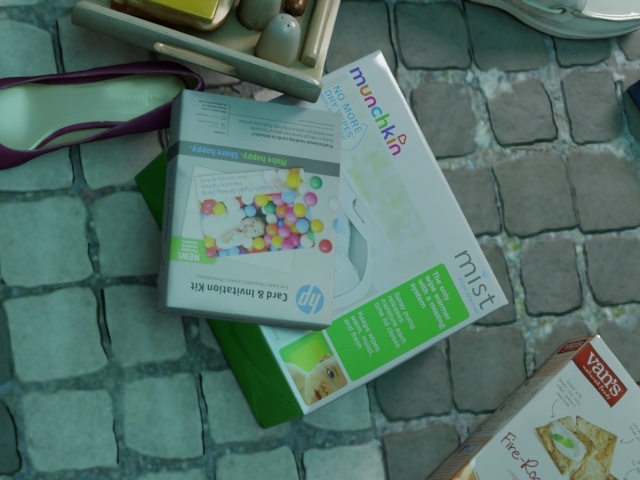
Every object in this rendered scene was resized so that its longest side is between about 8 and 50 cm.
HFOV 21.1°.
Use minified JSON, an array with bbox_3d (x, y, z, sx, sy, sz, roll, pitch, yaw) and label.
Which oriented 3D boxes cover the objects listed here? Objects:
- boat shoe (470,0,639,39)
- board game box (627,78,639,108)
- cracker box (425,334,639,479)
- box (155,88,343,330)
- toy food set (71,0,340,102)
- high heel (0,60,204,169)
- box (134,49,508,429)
[{"bbox_3d":[0.227,-0.267,1.708,0.277,0.096,0.098,9,77,-20],"label":"boat shoe"},{"bbox_3d":[0.457,-0.154,1.811,0.243,0.042,0.165,-34,94,-24],"label":"board game box"},{"bbox_3d":[0.221,0.221,1.630,0.232,0.067,0.155,-42,97,-24],"label":"cracker box"},{"bbox_3d":[-0.058,-0.025,1.446,0.145,0.038,0.186,8,78,-18],"label":"box"},{"bbox_3d":[-0.076,-0.271,1.524,0.220,0.092,0.306,17,52,-5],"label":"toy food set"},{"bbox_3d":[-0.223,-0.113,1.484,0.244,0.117,0.082,-3,81,-23],"label":"high heel"},{"bbox_3d":[0.000,0.000,1.552,0.231,0.127,0.262,-26,89,-22],"label":"box"}]
